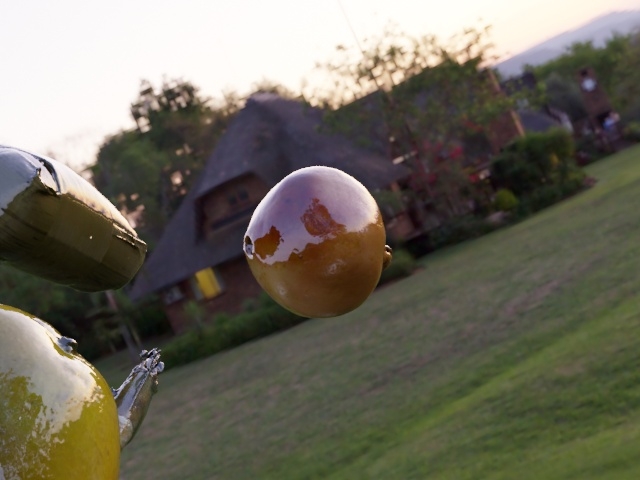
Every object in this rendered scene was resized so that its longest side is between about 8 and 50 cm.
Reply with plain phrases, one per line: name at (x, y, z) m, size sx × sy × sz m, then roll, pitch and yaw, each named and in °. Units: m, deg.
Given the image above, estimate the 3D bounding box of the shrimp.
shrimp at (-0.243, 0.222, 1.168) m, size 0.150 × 0.051 × 0.217 m, roll -54°, pitch 7°, yaw 45°

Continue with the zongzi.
zongzi at (-0.398, -0.054, 1.311) m, size 0.145 × 0.300 × 0.274 m, roll -58°, pitch -31°, yaw -3°

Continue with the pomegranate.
pomegranate at (-0.005, -0.001, 1.393) m, size 0.209 × 0.209 × 0.209 m, roll -25°, pitch 2°, yaw 1°

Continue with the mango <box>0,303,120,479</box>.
mango at (-0.311, 0.234, 0.907) m, size 0.253 × 0.365 × 0.182 m, roll -3°, pitch -24°, yaw 12°
